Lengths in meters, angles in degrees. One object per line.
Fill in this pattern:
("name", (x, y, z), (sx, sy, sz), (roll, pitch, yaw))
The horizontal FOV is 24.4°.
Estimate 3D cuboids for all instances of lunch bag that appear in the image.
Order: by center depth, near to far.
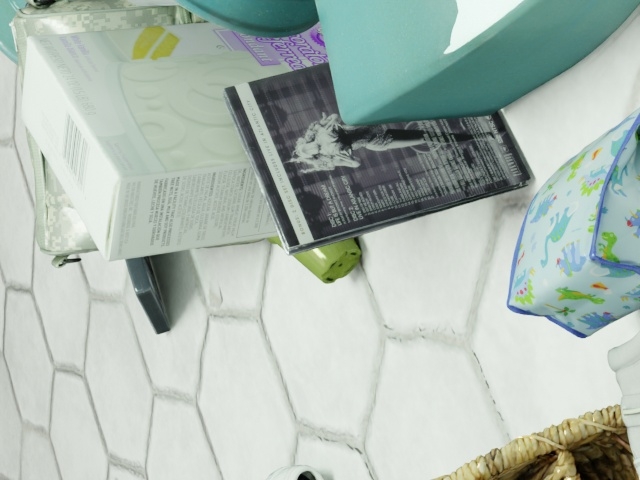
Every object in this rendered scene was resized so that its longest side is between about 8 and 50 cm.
("lunch bag", (0.214, -0.018, 1.108), (0.129, 0.096, 0.151), (-39, 35, 58))
("lunch bag", (-0.209, -0.133, 1.674), (0.212, 0.256, 0.305), (11, 107, 60))

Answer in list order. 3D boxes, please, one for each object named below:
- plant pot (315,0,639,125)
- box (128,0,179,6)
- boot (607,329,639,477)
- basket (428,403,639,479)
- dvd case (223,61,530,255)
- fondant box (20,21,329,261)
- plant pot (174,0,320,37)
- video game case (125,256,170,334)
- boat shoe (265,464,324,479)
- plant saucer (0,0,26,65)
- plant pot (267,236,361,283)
("plant pot", (0.131, -0.204, 1.145), (0.234, 0.165, 0.166), (-21, 79, 53))
("box", (-0.187, -0.399, 1.478), (0.126, 0.231, 0.262), (5, 77, 42))
("boot", (0.282, 0.083, 1.006), (0.258, 0.095, 0.123), (-41, 64, 56))
("basket", (0.182, 0.304, 1.126), (0.223, 0.213, 0.299), (-52, 53, 54))
("dvd case", (0.047, -0.087, 1.260), (0.018, 0.221, 0.165), (103, 148, -61))
("fondant box", (-0.082, -0.106, 1.371), (0.238, 0.330, 0.096), (52, 140, 42))
("plant pot", (-0.026, -0.361, 1.297), (0.255, 0.271, 0.272), (-40, 62, 41))
("video game case", (-0.257, -0.029, 1.950), (0.196, 0.026, 0.274), (84, 166, -71))
("boat shoe", (-0.011, 0.374, 1.622), (0.084, 0.095, 0.258), (-36, 67, 63))
("plant saucer", (-0.377, -0.343, 1.981), (0.317, 0.043, 0.318), (19, 128, 25))
("plant pot", (0.000, 0.000, 1.528), (0.079, 0.083, 0.083), (49, 140, 25))
